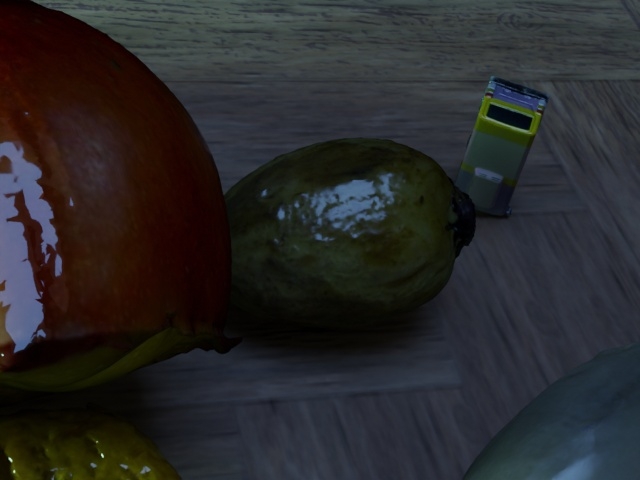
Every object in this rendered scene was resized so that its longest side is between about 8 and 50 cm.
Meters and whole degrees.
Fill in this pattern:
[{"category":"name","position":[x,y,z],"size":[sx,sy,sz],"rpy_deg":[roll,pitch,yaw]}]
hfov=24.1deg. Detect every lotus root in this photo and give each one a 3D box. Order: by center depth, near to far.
[{"category":"lotus root","position":[0.000,0.000,1.015],"size":[0.214,0.138,0.138],"rpy_deg":[-17,50,-17]}]

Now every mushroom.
[{"category":"mushroom","position":[0.149,0.160,0.886],"size":[0.128,0.128,0.350],"rpy_deg":[35,48,20]}]

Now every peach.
[{"category":"peach","position":[-0.174,0.012,0.803],"size":[0.281,0.281,0.338],"rpy_deg":[2,27,-15]}]

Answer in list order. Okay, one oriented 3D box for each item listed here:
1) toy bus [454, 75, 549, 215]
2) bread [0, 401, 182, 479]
[{"category":"toy bus","position":[0.135,-0.067,1.142],"size":[0.052,0.102,0.058],"rpy_deg":[20,49,5]},{"category":"bread","position":[-0.154,0.188,0.759],"size":[0.236,0.120,0.198],"rpy_deg":[-13,54,-27]}]
